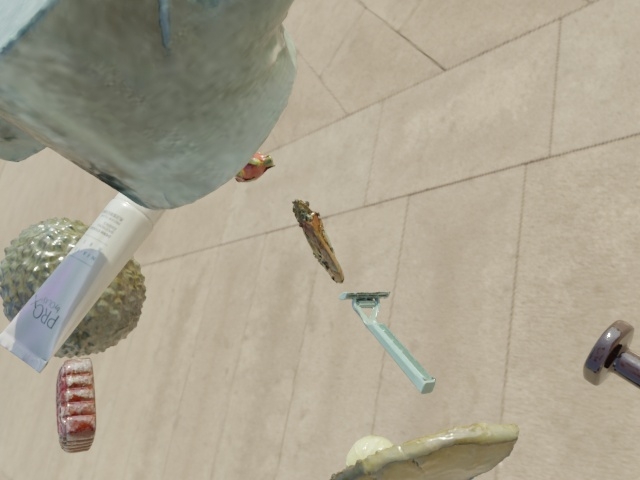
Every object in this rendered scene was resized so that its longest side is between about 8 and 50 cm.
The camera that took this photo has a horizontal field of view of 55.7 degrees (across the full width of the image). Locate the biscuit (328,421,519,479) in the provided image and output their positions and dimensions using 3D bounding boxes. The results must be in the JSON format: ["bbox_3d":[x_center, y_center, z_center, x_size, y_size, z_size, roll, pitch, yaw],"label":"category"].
[{"bbox_3d":[0.076,0.271,0.662,0.290,0.141,0.038,-53,30,36],"label":"biscuit"}]

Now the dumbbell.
[{"bbox_3d":[0.607,0.255,1.101,0.124,0.140,0.225,-44,53,-14],"label":"dumbbell"}]

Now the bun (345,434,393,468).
[{"bbox_3d":[0.083,0.346,0.933,0.055,0.086,0.086,-123,58,-82],"label":"bun"}]

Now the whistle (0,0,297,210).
[{"bbox_3d":[-0.190,-0.153,0.483,0.405,0.168,0.188,13,72,42],"label":"whistle"}]

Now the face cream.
[{"bbox_3d":[-0.263,0.030,0.691,0.092,0.058,0.243,19,66,35],"label":"face cream"}]

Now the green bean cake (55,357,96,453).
[{"bbox_3d":[-0.410,0.277,1.012,0.135,0.056,0.135,-53,43,50],"label":"green bean cake"}]

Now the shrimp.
[{"bbox_3d":[0.000,0.000,1.061,0.043,0.184,0.091,-31,22,-5],"label":"shrimp"}]

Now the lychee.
[{"bbox_3d":[-0.457,0.087,1.131,0.255,0.255,0.274,-117,21,-51],"label":"lychee"}]

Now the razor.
[{"bbox_3d":[0.139,0.198,1.196,0.278,0.111,0.056,57,136,47],"label":"razor"}]

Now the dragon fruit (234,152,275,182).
[{"bbox_3d":[-0.169,-0.186,1.480,0.086,0.116,0.081,-102,0,-80],"label":"dragon fruit"}]
